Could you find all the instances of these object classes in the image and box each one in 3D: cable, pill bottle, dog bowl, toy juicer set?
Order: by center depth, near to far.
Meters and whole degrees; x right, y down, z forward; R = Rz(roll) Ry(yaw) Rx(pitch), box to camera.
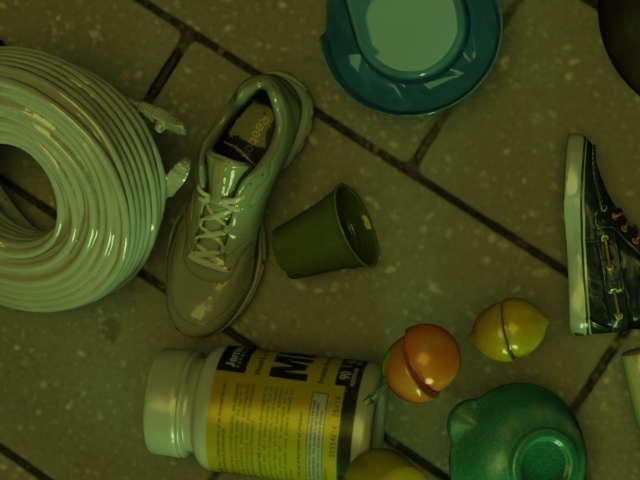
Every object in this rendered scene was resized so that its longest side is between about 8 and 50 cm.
[{"bbox_3d":[0.184,0.158,1.357,0.329,0.089,0.209,6,88,-20],"label":"toy juicer set"},{"bbox_3d":[-0.049,0.158,1.397,0.208,0.119,0.119,6,90,9],"label":"pill bottle"},{"bbox_3d":[0.068,-0.256,1.405,0.165,0.074,0.297,-15,86,9],"label":"dog bowl"},{"bbox_3d":[-0.268,-0.050,1.410,0.257,0.089,0.257,30,122,5],"label":"cable"}]

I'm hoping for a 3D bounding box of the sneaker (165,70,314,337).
[{"bbox_3d":[-0.091,-0.037,1.406,0.099,0.121,0.262,18,92,10],"label":"sneaker"}]

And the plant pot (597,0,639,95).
[{"bbox_3d":[0.342,-0.214,1.278,0.215,0.230,0.215,0,90,9],"label":"plant pot"}]

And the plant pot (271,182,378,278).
[{"bbox_3d":[0.000,0.000,1.417,0.079,0.083,0.083,-23,85,21],"label":"plant pot"}]

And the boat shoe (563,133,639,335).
[{"bbox_3d":[0.262,-0.007,1.377,0.083,0.065,0.183,-3,96,9],"label":"boat shoe"}]

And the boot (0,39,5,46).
[{"bbox_3d":[-0.368,-0.156,1.495,0.099,0.045,0.121,13,89,10],"label":"boot"}]
